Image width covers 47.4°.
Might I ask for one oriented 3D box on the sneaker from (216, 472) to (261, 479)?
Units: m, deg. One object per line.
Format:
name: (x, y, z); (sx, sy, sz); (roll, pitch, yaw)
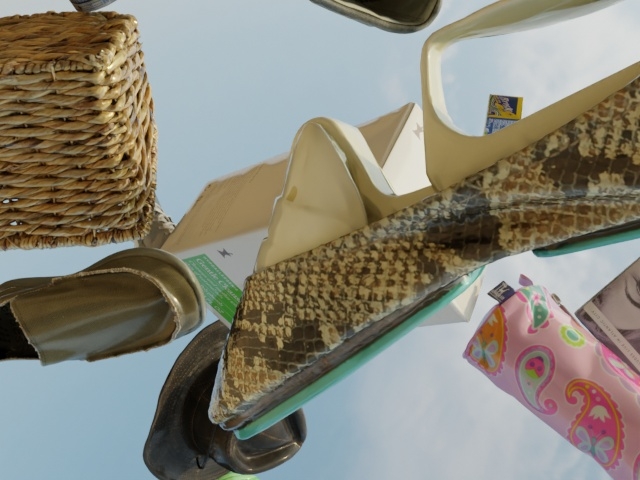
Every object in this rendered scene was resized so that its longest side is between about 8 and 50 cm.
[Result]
sneaker: (-0.181, 0.490, 1.265); (0.123, 0.109, 0.295); (13, -153, 11)

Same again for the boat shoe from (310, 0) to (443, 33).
boat shoe: (-0.038, -0.234, 0.429); (0.121, 0.335, 0.119); (-55, -139, 20)

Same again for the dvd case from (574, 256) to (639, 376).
dvd case: (0.416, 0.070, 0.794); (0.221, 0.164, 0.018); (-41, 175, 1)

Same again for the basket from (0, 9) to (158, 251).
basket: (-0.346, -0.131, 0.847); (0.299, 0.223, 0.213); (-5, -147, 0)

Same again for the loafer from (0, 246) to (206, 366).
loafer: (-0.212, 0.073, 0.631); (0.251, 0.094, 0.087); (-13, -161, 26)

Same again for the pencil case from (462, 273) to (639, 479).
pencil case: (0.281, 0.160, 0.743); (0.124, 0.124, 0.284); (-45, -115, -7)

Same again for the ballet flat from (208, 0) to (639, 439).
ballet flat: (0.094, -0.037, 0.460); (0.483, 0.182, 0.164); (-28, 180, 25)

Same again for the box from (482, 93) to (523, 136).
box: (0.284, -0.149, 1.170); (0.054, 0.169, 0.059); (9, -130, 10)

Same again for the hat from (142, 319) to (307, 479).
hat: (-0.099, 0.265, 1.099); (0.134, 0.331, 0.331); (23, -113, 32)

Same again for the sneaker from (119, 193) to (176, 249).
sneaker: (-0.210, -0.014, 1.062); (0.132, 0.086, 0.229); (-29, -112, 25)

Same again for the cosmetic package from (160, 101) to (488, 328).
cosmetic package: (0.000, 0.000, 0.866); (0.365, 0.197, 0.155); (-14, -142, 46)

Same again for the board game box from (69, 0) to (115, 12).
board game box: (-0.208, -0.329, 0.797); (0.194, 0.194, 0.060); (-30, -125, 0)
